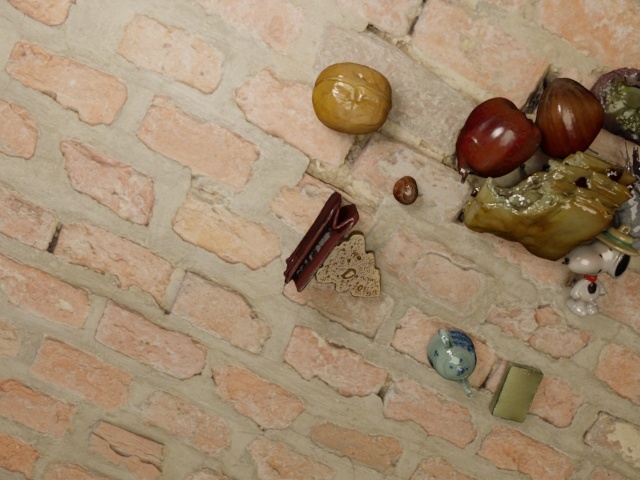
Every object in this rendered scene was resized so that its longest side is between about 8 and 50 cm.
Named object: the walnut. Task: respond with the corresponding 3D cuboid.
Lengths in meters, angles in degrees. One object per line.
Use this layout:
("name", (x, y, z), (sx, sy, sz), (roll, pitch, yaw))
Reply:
("walnut", (0.088, -0.392, 1.244), (0.225, 0.193, 0.193), (5, 103, -10))

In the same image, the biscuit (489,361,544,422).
("biscuit", (0.656, 0.511, 1.509), (0.121, 0.040, 0.199), (15, 104, -4))

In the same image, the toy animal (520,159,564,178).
("toy animal", (0.711, -0.168, 1.334), (0.217, 0.073, 0.176), (-12, 118, 9))

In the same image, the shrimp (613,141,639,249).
("shrimp", (0.932, -0.130, 1.313), (0.145, 0.116, 0.343), (-15, 109, 4))

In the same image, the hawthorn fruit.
("hawthorn fruit", (0.470, -0.261, 1.248), (0.208, 0.208, 0.248), (43, 102, -8))

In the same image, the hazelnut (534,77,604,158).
("hazelnut", (0.671, -0.336, 1.233), (0.181, 0.212, 0.181), (33, 133, 7))

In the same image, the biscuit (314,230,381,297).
("biscuit", (0.103, 0.094, 1.426), (0.238, 0.041, 0.212), (44, 95, -8))

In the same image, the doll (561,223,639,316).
("doll", (0.833, 0.091, 1.350), (0.208, 0.144, 0.271), (-23, 121, 9))

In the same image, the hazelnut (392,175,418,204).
("hazelnut", (0.256, -0.148, 1.344), (0.086, 0.086, 0.086), (0, 103, 1))

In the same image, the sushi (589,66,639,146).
("sushi", (0.852, -0.362, 1.268), (0.161, 0.107, 0.241), (-12, 103, 8))

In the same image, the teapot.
("teapot", (0.426, 0.377, 1.429), (0.159, 0.159, 0.232), (-25, 101, 7))

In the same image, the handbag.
("handbag", (-0.001, -0.001, 1.294), (0.084, 0.260, 0.275), (35, 103, -9))

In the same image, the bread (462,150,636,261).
("bread", (0.614, -0.086, 1.235), (0.370, 0.191, 0.314), (12, 147, -3))
